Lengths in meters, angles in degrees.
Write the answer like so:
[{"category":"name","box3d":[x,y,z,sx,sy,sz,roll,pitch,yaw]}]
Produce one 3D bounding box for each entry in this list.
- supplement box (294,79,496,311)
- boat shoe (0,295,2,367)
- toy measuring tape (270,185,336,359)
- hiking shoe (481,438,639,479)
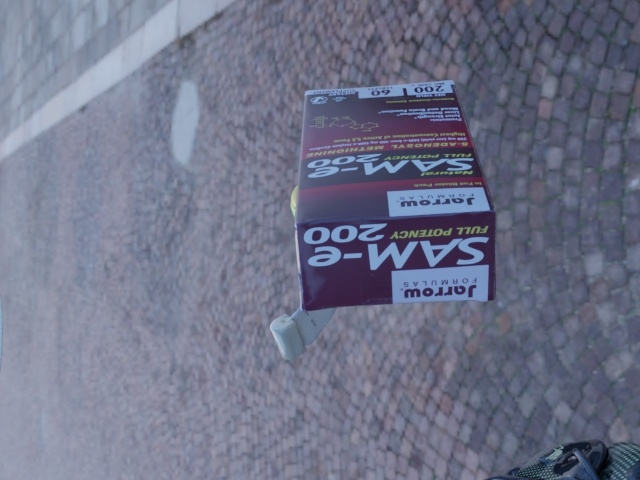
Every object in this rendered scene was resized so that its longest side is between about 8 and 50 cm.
[{"category":"supplement box","box3d":[0.050,-0.044,0.674,0.239,0.130,0.073,-89,-5,-60]},{"category":"boat shoe","box3d":[-0.284,0.163,0.620,0.116,0.096,0.324,-31,54,58]},{"category":"toy measuring tape","box3d":[0.000,0.000,0.927,0.330,0.121,0.121,-53,-4,-45]},{"category":"hiking shoe","box3d":[0.066,0.106,0.291,0.114,0.227,0.086,-43,75,23]}]
